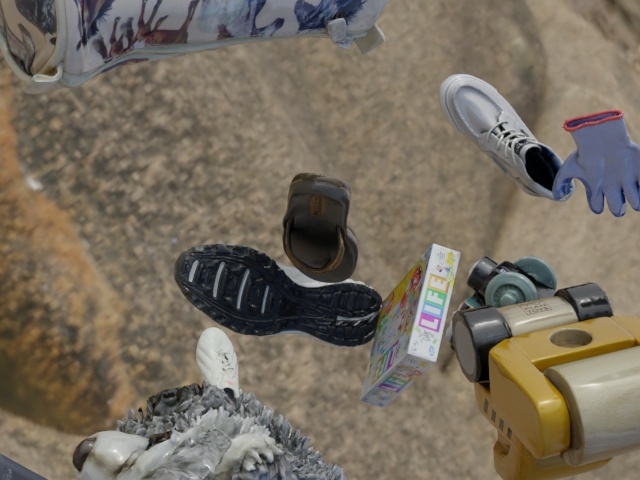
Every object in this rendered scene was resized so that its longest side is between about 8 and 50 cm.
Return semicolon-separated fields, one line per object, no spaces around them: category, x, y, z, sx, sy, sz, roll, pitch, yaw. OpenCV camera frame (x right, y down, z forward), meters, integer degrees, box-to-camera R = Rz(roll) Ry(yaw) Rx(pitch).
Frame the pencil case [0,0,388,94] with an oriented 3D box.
pencil case;-0.107;-0.239;1.093;0.410;0.160;0.184;-18;79;-39

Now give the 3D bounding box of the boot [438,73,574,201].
boot;0.300;-0.162;1.894;0.258;0.095;0.123;40;-1;-18

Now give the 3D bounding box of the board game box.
board game box;0.077;0.079;1.070;0.026;0.154;0.103;18;65;-7

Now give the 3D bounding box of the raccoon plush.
raccoon plush;0.000;0.245;0.994;0.446;0.299;0.216;14;83;-21

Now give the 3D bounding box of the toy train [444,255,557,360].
toy train;0.334;0.164;1.719;0.334;0.190;0.142;33;25;16

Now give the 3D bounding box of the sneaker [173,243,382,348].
sneaker;-0.059;0.070;1.466;0.271;0.108;0.100;18;86;-30

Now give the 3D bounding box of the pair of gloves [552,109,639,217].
pair of gloves;0.281;-0.064;0.980;0.159;0.198;0.023;49;37;-54

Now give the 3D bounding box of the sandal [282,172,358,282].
sandal;0.000;0.000;1.346;0.219;0.090;0.060;95;2;-63

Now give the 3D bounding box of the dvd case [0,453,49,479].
dvd case;-0.455;0.459;1.818;0.179;0.029;0.239;42;37;-38

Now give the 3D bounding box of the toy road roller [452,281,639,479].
toy road roller;0.309;0.213;1.495;0.329;0.202;0.241;-131;-148;-66

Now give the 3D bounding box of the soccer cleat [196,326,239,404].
soccer cleat;-0.155;0.223;1.900;0.068;0.076;0.196;3;63;-18
